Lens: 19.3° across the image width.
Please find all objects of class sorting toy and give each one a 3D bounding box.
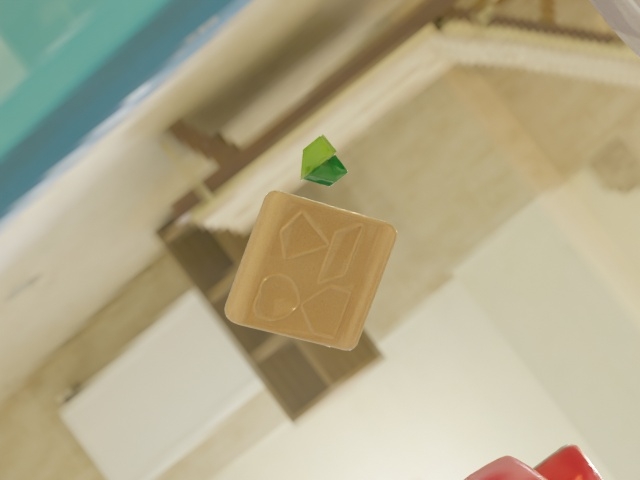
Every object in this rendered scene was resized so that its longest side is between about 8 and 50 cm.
[{"bbox_3d":[0.000,0.000,0.770,0.012,0.062,0.083,33,-75,61],"label":"sorting toy"}]

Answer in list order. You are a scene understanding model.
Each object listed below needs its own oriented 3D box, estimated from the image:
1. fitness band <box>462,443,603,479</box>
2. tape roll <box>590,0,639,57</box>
[{"bbox_3d":[0.140,0.188,0.675,0.054,0.291,0.209,-35,-148,3],"label":"fitness band"},{"bbox_3d":[0.163,-0.124,0.560,0.072,0.219,0.219,-43,176,-29],"label":"tape roll"}]
